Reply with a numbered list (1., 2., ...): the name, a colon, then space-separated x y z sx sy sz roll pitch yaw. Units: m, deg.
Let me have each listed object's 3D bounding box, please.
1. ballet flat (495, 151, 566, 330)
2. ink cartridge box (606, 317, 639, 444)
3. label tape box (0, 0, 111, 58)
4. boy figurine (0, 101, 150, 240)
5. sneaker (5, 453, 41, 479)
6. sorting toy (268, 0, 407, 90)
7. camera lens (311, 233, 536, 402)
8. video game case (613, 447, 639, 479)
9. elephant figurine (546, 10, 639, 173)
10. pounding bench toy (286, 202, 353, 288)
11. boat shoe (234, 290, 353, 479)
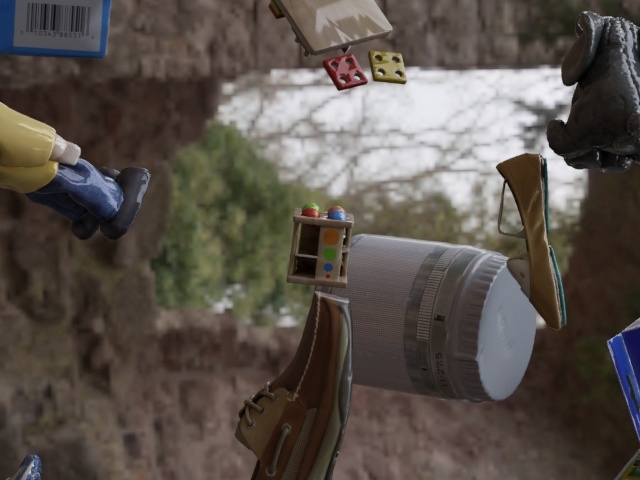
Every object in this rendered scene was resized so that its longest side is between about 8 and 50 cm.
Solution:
1. ballet flat: 0.267 0.004 1.851 0.080 0.073 0.232 55 29 -82
2. ink cartridge box: 0.498 0.169 1.978 0.065 0.332 0.165 -17 -87 33
3. label tape box: -0.416 -0.341 1.920 0.334 0.240 0.106 -120 -145 -63
4. boy figurine: -0.306 -0.094 1.358 0.177 0.285 0.092 -1 -119 51
5. sneaker: -0.348 0.281 1.525 0.135 0.058 0.052 -58 169 -15
6. sorting toy: 0.009 -0.295 1.904 0.274 0.132 0.046 58 -33 19
7. camera lens: 0.140 0.109 2.026 0.274 0.219 0.219 7 -77 31
8. video game case: 0.490 0.371 2.025 0.212 0.193 0.023 5 -49 54
9. elephant figurine: 0.364 -0.217 1.807 0.186 0.169 0.239 -8 -109 40
10. pounding bench toy: 0.000 0.000 1.251 0.083 0.052 0.065 -89 -175 -81
11. boat shoe: -0.036 0.216 1.608 0.122 0.120 0.324 -118 -141 -88
